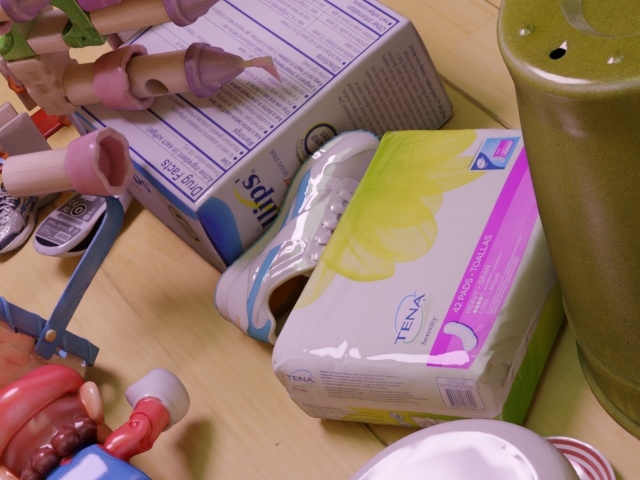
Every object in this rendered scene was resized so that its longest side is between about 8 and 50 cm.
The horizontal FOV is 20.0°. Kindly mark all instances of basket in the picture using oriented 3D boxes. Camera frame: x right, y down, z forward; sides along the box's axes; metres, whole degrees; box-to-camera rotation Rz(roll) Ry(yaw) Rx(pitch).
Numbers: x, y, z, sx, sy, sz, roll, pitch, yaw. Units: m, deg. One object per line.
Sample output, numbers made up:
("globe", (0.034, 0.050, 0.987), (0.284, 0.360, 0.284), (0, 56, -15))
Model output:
("basket", (-0.338, 0.059, 1.803), (0.255, 0.201, 0.289), (18, 83, 44))

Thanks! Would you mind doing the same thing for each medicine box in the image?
("medicine box", (-0.065, -0.137, 1.847), (0.289, 0.149, 0.263), (-42, 47, -10))

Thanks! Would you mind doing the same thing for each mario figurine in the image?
("mario figurine", (-0.185, 0.235, 1.626), (0.198, 0.170, 0.320), (-12, 39, -32))

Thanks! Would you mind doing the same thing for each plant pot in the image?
("plant pot", (0.306, -0.076, 1.378), (0.366, 0.353, 0.366), (-20, 41, 18))

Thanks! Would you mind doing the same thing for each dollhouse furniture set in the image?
("dollhouse furniture set", (-0.278, -0.158, 2.036), (0.259, 0.135, 0.262), (-39, 28, -12))

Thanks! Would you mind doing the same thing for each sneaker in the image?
("sneaker", (0.000, 0.000, 1.727), (0.092, 0.087, 0.228), (33, 87, 47))
("sneaker", (-0.346, -0.044, 2.050), (0.052, 0.058, 0.135), (5, 53, 39))

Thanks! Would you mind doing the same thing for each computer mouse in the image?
("computer mouse", (-0.236, -0.041, 1.983), (0.106, 0.042, 0.193), (22, 58, 41))

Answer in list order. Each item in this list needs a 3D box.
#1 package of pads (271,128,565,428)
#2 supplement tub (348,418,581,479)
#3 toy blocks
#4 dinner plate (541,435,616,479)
("package of pads", (0.108, 0.028, 1.612), (0.229, 0.101, 0.296), (1, 49, 36))
("supplement tub", (0.129, 0.265, 1.209), (0.191, 0.272, 0.191), (-20, 40, 18))
("toy blocks", (-0.205, -0.240, 1.706), (0.260, 0.288, 0.309), (-8, 48, 27))
("dinner plate", (0.170, 0.216, 1.439), (0.141, 0.017, 0.141), (-19, 41, 18))
